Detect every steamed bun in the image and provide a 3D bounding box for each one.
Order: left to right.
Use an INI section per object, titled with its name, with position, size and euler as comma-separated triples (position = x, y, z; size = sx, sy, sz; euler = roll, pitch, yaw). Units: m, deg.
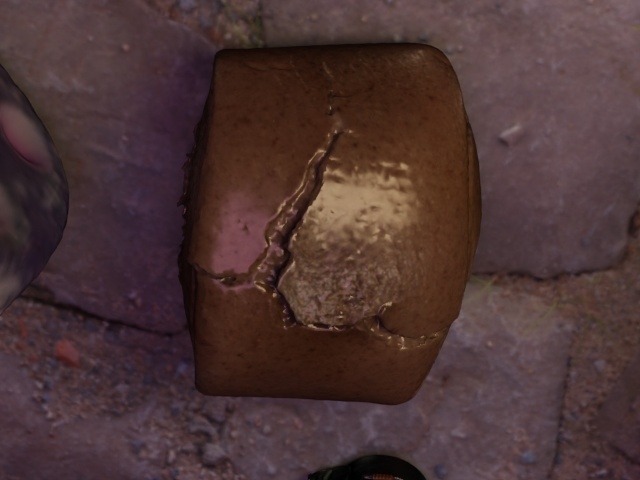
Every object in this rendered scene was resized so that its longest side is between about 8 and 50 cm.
[steamed bun]
position = 0.000, 0.000, 1.135
size = 0.251, 0.199, 0.301
euler = 6, 114, 2

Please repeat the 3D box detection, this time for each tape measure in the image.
[tape measure]
position = 0.042, 0.259, 1.273
size = 0.107, 0.180, 0.104
euler = -14, 97, 12

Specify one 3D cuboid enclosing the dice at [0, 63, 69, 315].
[dice]
position = -0.378, -0.031, 1.112
size = 0.270, 0.271, 0.270
euler = -32, 108, 17
